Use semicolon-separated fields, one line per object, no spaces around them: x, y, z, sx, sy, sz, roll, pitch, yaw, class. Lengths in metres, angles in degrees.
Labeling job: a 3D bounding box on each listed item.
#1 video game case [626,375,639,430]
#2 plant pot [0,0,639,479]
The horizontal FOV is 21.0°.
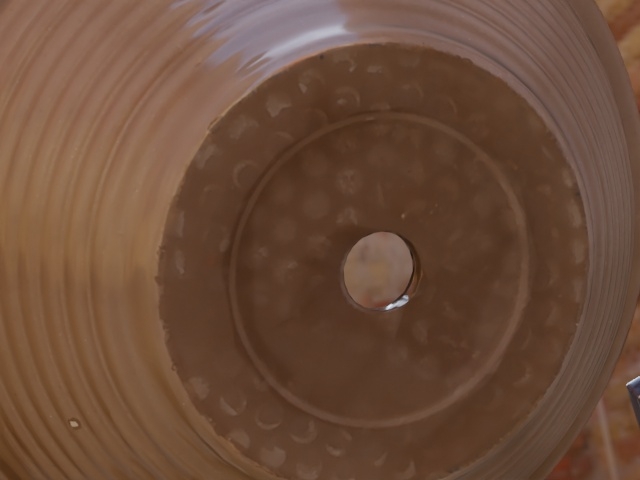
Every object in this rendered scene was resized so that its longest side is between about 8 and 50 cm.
0.395;0.121;1.443;0.274;0.026;0.196;-30;-51;-8;video game case
0.000;0.000;0.477;0.237;0.237;0.110;-5;10;-19;plant pot
